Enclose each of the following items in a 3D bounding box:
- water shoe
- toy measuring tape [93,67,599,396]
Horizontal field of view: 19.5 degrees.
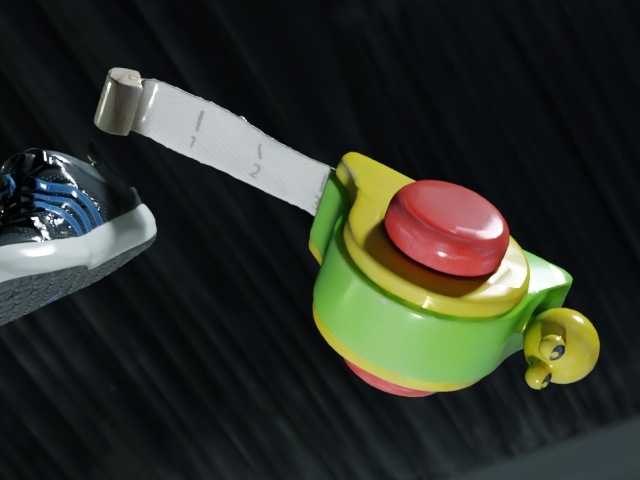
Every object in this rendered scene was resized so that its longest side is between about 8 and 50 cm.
[{"bbox_3d":[-0.163,-0.006,1.031,0.073,0.080,0.203,-35,-3,18],"label":"water shoe"},{"bbox_3d":[0.000,0.000,1.035,0.330,0.121,0.121,27,58,11],"label":"toy measuring tape"}]
